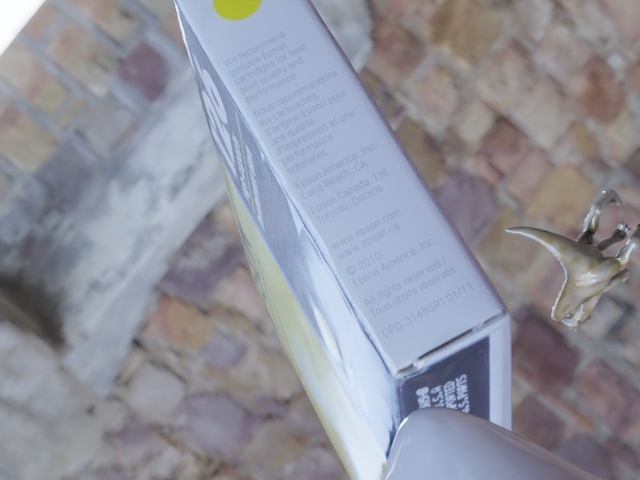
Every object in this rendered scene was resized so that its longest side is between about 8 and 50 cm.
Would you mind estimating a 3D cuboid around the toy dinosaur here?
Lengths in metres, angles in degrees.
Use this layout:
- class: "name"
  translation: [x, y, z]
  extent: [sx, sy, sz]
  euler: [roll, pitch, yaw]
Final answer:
- class: "toy dinosaur"
  translation: [0.187, 0.015, 1.230]
  extent: [0.053, 0.092, 0.183]
  euler: [39, 173, 28]

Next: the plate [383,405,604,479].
- class: "plate"
  translation: [0.131, 0.198, 0.517]
  extent: [0.278, 0.045, 0.277]
  euler: [25, -133, -11]

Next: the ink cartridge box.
- class: "ink cartridge box"
  translation: [0.000, 0.000, 0.894]
  extent: [0.307, 0.072, 0.303]
  euler: [58, 171, 29]
